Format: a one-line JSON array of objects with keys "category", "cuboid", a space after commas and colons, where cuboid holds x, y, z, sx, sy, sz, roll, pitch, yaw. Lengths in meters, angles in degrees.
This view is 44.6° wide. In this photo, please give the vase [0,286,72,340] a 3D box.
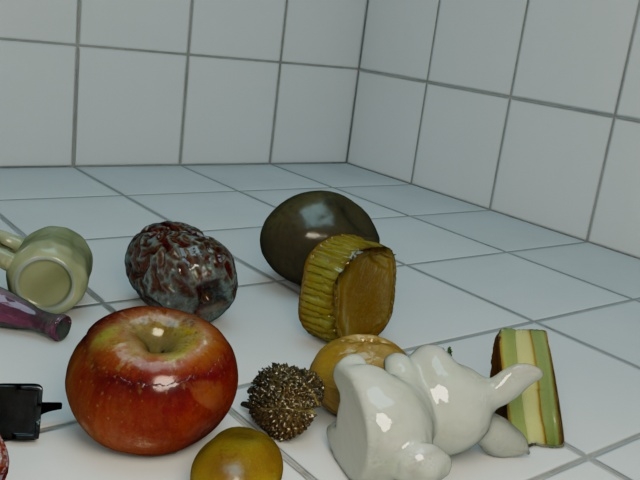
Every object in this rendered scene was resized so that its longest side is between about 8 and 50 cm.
[{"category": "vase", "cuboid": [-0.632, 0.156, 1.642, 0.214, 0.086, 0.086, 16, 17, 13]}]

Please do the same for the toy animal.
[{"category": "toy animal", "cuboid": [0.202, 0.297, 1.300, 0.368, 0.196, 0.241, -5, 26, -32]}]

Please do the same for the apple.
[{"category": "apple", "cuboid": [-0.275, 0.236, 1.281, 0.272, 0.206, 0.251, -6, 30, -31]}]

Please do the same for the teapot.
[{"category": "teapot", "cuboid": [-0.514, 0.271, 1.269, 0.177, 0.087, 0.096, 4, -3, -15]}]

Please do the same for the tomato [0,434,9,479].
[{"category": "tomato", "cuboid": [-0.522, 0.316, 1.090, 0.159, 0.091, 0.139, 38, 32, 8]}]

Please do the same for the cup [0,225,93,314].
[{"category": "cup", "cuboid": [-0.638, 0.037, 1.766, 0.173, 0.255, 0.202, -38, 19, 1]}]

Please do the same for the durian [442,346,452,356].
[{"category": "durian", "cuboid": [0.257, 0.285, 1.526, 0.086, 0.100, 0.215, 8, 16, -3]}]

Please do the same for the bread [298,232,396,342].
[{"category": "bread", "cuboid": [0.064, 0.114, 1.777, 0.143, 0.253, 0.227, 23, 25, 37]}]

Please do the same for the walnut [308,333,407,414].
[{"category": "walnut", "cuboid": [0.079, 0.255, 1.462, 0.207, 0.159, 0.159, -1, 17, -9]}]

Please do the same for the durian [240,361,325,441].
[{"category": "durian", "cuboid": [-0.081, 0.272, 1.373, 0.189, 0.091, 0.148, -18, 38, 40]}]

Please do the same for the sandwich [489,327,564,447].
[{"category": "sandwich", "cuboid": [0.398, 0.276, 1.481, 0.117, 0.187, 0.144, 3, 10, -12]}]

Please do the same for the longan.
[{"category": "longan", "cuboid": [0.000, 0.000, 2.137, 0.350, 0.288, 0.288, 0, 16, -43]}]

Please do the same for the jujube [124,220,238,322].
[{"category": "jujube", "cuboid": [-0.332, 0.070, 1.825, 0.226, 0.225, 0.317, -4, 21, -36]}]

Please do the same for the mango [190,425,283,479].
[{"category": "mango", "cuboid": [-0.124, 0.340, 1.178, 0.136, 0.099, 0.227, -1, 7, -3]}]
